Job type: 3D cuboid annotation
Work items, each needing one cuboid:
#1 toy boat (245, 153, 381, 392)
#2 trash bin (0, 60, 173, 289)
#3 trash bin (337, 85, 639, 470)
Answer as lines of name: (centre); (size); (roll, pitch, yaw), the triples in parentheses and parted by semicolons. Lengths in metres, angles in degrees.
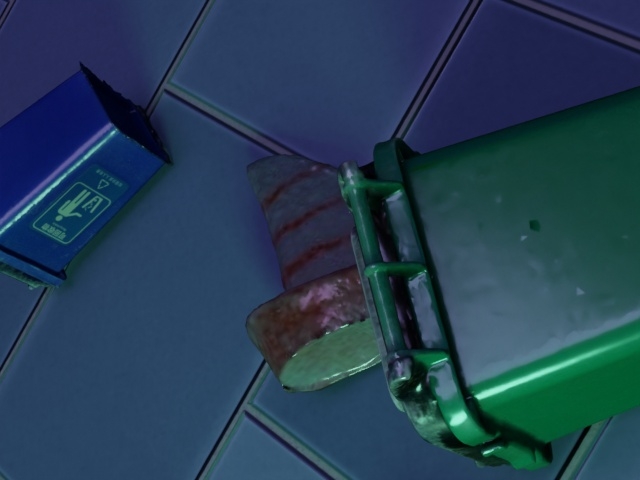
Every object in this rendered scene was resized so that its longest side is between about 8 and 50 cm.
toy boat: (0.000, 0.000, 1.171); (0.206, 0.096, 0.282); (-32, 48, 13)
trash bin: (-0.313, -0.081, 1.340); (0.234, 0.162, 0.184); (-39, 58, 10)
trash bin: (0.228, 0.004, 0.898); (0.381, 0.295, 0.259); (-23, 65, 18)
